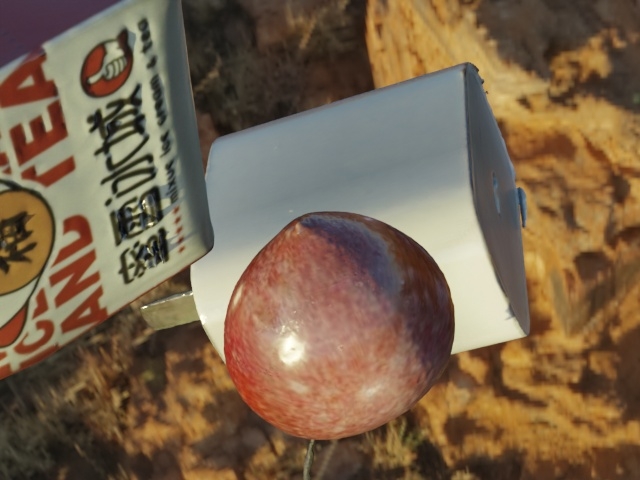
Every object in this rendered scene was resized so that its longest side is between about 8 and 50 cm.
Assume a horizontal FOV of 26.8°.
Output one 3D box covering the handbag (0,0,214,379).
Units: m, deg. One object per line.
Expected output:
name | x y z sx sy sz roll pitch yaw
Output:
handbag | -0.195 -0.009 0.523 0.298 0.171 0.151 -37 56 -26

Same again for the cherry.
cherry | 0.018 0.066 0.636 0.107 0.225 0.090 -33 52 -11

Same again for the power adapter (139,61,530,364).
power adapter | 0.000 0.000 0.890 0.255 0.124 0.187 -14 38 17
